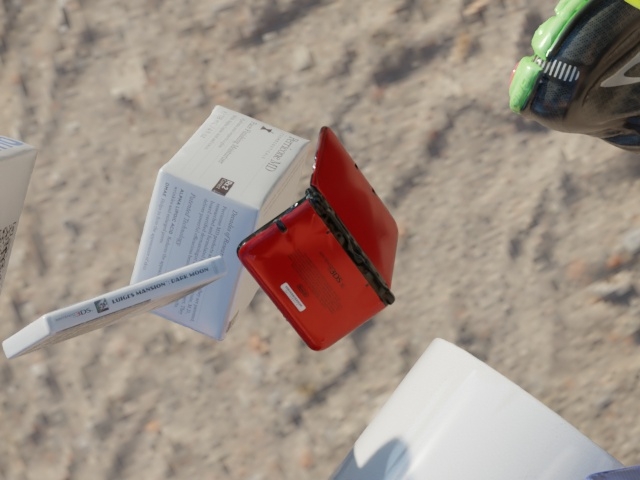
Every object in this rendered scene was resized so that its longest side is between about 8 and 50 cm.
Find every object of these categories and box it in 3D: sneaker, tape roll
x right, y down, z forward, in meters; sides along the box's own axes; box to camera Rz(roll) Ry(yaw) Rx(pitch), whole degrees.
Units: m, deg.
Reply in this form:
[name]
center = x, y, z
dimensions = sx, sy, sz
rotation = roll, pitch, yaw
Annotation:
[sneaker]
center = 0.370, -0.131, 1.804
dimensions = 0.202, 0.483, 0.185
rotation = 48, 120, 40
[tape roll]
center = 0.126, 0.207, 1.356
dimensions = 0.246, 0.246, 0.169
rotation = 36, 86, 27

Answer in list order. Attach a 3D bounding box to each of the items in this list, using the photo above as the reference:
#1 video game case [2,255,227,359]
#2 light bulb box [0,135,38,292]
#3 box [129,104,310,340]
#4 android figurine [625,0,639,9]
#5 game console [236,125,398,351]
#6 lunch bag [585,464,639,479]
[video game case]
center = -0.191, 0.062, 1.767
dimensions = 0.022, 0.173, 0.190
rotation = 70, 158, 2
[light bulb box]
center = -0.385, 0.088, 1.357
dimensions = 0.225, 0.358, 0.361
rotation = 16, 98, 4
[box]
center = -0.110, -0.021, 2.111
dimensions = 0.119, 0.181, 0.182
rotation = 22, 122, 7
[android figurine]
center = 0.265, -0.234, 1.337
dimensions = 0.273, 0.248, 0.056
rotation = -109, 13, -50
[game console]
center = 0.000, 0.000, 1.640
dimensions = 0.144, 0.124, 0.085
rotation = 53, -177, -38
[lunch bag]
center = 0.157, 0.134, 0.801
dimensions = 0.098, 0.067, 0.065
rotation = 9, 98, 46
